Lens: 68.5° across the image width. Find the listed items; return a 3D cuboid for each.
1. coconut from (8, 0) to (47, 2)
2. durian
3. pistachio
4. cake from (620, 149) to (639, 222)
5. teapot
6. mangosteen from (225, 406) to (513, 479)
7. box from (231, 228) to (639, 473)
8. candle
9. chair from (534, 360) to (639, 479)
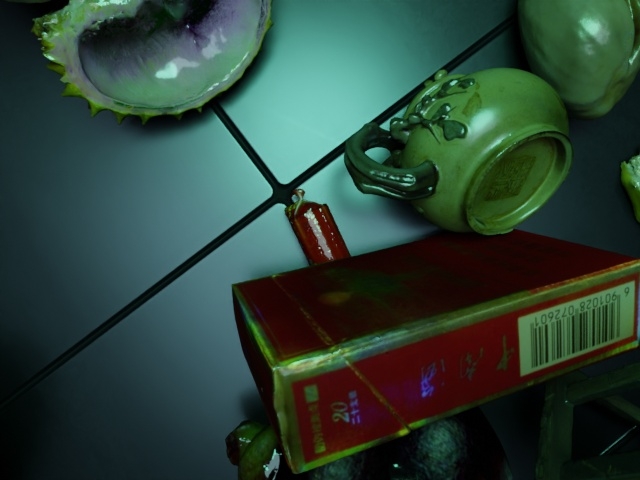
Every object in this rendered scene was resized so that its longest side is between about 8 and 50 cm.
[{"bbox_3d":[-0.265,-0.369,0.369,0.297,0.297,0.309,20,51,-3],"label":"coconut"},{"bbox_3d":[-0.151,-0.230,0.494,0.261,0.154,0.186,-22,113,-5],"label":"durian"},{"bbox_3d":[0.285,-0.227,0.525,0.124,0.124,0.185,-18,75,-3],"label":"pistachio"},{"bbox_3d":[0.426,-0.025,0.533,0.080,0.116,0.185,-18,96,-1],"label":"cake"},{"bbox_3d":[0.141,-0.105,0.496,0.269,0.182,0.173,-12,136,-19],"label":"teapot"},{"bbox_3d":[0.040,0.253,0.453,0.288,0.233,0.287,1,120,2],"label":"mangosteen"},{"bbox_3d":[0.090,0.068,0.431,0.313,0.197,0.089,-12,105,-16],"label":"box"},{"bbox_3d":[0.000,0.000,0.539,0.052,0.052,0.130,-27,91,-2],"label":"candle"},{"bbox_3d":[0.330,0.249,0.385,0.241,0.203,0.416,33,52,-4],"label":"chair"}]
